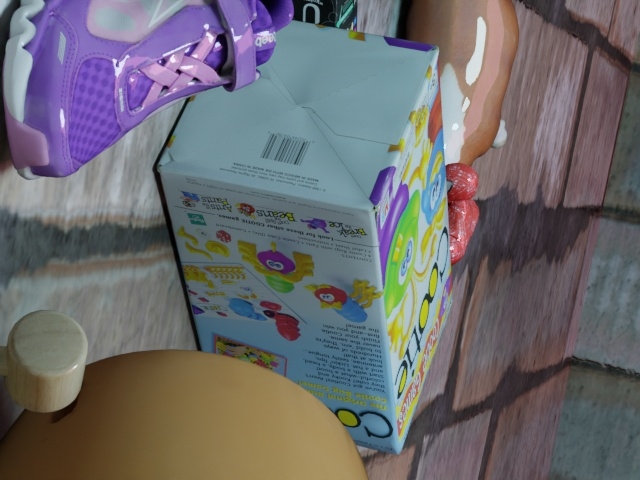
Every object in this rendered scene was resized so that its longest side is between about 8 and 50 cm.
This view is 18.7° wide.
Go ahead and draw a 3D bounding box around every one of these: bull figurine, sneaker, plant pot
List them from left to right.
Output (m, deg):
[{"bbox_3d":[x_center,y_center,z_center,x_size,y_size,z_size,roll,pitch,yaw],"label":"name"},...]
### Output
[{"bbox_3d":[-0.080,0.194,0.983,0.203,0.291,0.291,-87,177,-52],"label":"plant pot"},{"bbox_3d":[-0.082,-0.104,1.013,0.236,0.104,0.095,-55,154,-53],"label":"sneaker"},{"bbox_3d":[0.119,-0.152,1.704,0.188,0.101,0.310,-33,136,-74],"label":"bull figurine"}]

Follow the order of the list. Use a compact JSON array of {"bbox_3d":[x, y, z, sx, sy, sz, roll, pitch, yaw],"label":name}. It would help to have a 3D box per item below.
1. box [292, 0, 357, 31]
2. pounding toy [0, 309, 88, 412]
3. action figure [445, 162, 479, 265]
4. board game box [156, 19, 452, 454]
[{"bbox_3d":[-0.010,-0.158,1.301,0.052,0.062,0.083,-60,157,-51],"label":"box"},{"bbox_3d":[-0.168,0.121,0.792,0.206,0.181,0.094,-44,160,-28],"label":"pounding toy"},{"bbox_3d":[0.036,0.027,1.596,0.280,0.139,0.091,-62,-179,39],"label":"action figure"},{"bbox_3d":[0.000,0.000,1.308,0.275,0.144,0.142,83,24,-52],"label":"board game box"}]
